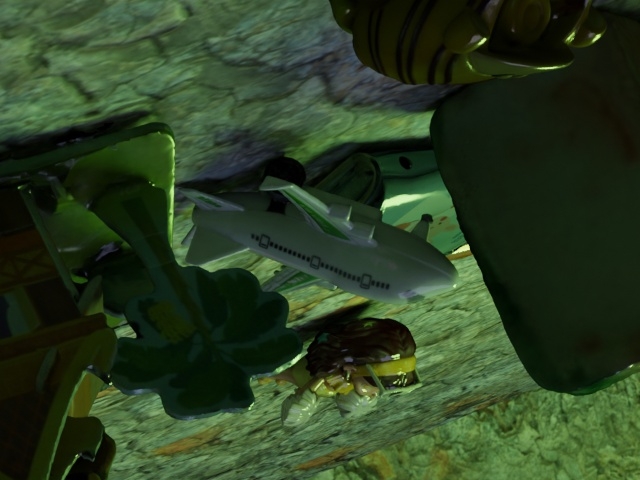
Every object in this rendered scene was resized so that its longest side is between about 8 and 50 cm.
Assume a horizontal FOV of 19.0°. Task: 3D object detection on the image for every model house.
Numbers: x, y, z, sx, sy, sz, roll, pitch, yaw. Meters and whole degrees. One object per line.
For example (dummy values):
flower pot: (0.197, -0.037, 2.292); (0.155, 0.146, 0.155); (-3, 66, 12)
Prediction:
model house: (-0.199, 0.120, 1.411); (0.358, 0.313, 0.242); (-16, 144, -21)
model house: (0.299, -0.026, 1.727); (0.245, 0.312, 0.280); (-32, 161, 29)

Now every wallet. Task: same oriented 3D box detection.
wallet: (0.089, -0.036, 1.873); (0.250, 0.075, 0.176); (-8, 155, -45)

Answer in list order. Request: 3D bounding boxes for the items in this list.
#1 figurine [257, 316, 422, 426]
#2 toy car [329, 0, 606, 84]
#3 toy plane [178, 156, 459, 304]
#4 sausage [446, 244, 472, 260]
figurine: (0.023, 0.168, 2.469); (0.240, 0.116, 0.175); (-25, 165, 40)
toy car: (0.123, -0.175, 1.227); (0.200, 0.142, 0.248); (-7, 159, -42)
toy plane: (0.000, -0.005, 1.703); (0.255, 0.101, 0.251); (11, 156, 1)
sausage: (0.237, -0.028, 2.160); (0.348, 0.053, 0.053); (-14, 165, -27)
